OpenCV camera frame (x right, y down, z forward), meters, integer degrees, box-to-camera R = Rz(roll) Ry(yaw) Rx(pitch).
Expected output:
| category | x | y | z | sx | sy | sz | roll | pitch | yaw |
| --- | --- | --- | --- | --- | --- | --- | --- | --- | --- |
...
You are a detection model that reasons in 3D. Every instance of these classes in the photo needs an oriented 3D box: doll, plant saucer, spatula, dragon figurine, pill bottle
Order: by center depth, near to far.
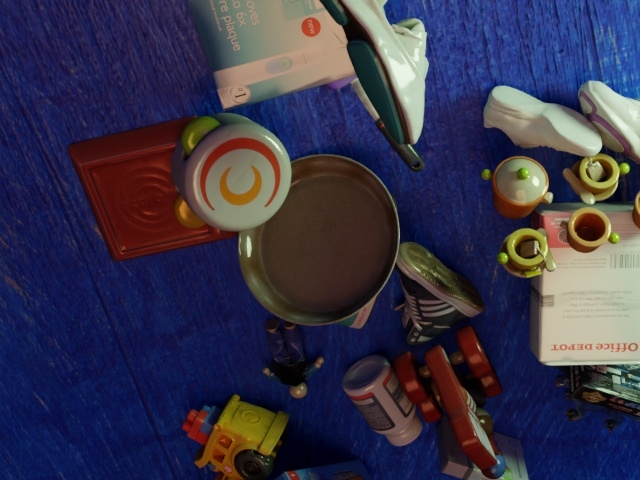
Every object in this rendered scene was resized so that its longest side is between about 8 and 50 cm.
| category | x | y | z | sx | sy | sz | roll | pitch | yaw |
| --- | --- | --- | --- | --- | --- | --- | --- | --- | --- |
| spatula | 0.090 | -0.234 | 1.757 | 0.084 | 0.030 | 0.296 | -34 | 105 | 17 |
| plant saucer | 0.000 | 0.000 | 1.804 | 0.310 | 0.050 | 0.310 | -4 | 80 | 22 |
| plant saucer | -0.310 | -0.081 | 1.853 | 0.258 | 0.048 | 0.259 | -12 | 118 | 7 |
| dragon figurine | 0.583 | 0.313 | 2.015 | 0.289 | 0.085 | 0.144 | 16 | 144 | 0 |
| doll | -0.057 | 0.245 | 2.036 | 0.129 | 0.046 | 0.189 | -7 | 119 | 6 |
| pill bottle | 0.132 | 0.331 | 2.047 | 0.108 | 0.108 | 0.180 | -26 | 116 | 15 |

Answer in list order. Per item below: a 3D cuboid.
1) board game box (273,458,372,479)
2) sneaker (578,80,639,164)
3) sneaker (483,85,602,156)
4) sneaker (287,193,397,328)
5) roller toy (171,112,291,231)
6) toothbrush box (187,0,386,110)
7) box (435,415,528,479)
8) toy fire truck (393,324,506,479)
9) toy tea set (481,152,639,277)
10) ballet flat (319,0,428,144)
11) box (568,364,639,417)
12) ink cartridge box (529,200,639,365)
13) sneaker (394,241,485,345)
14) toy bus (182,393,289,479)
| category | x | y | z | sx | sy | sz | roll | pitch | yaw |
| --- | --- | --- | --- | --- | --- | --- | --- | --- | --- |
| board game box | -0.078 | 0.588 | 2.106 | 0.308 | 0.086 | 0.302 | -42 | 155 | 22 |
| sneaker | 0.583 | -0.203 | 1.754 | 0.305 | 0.114 | 0.152 | 34 | 91 | -14 |
| sneaker | 0.384 | -0.190 | 1.749 | 0.212 | 0.080 | 0.094 | 29 | 137 | 15 |
| sneaker | 0.027 | 0.032 | 1.875 | 0.178 | 0.124 | 0.295 | 8 | 121 | -15 |
| roller toy | -0.159 | -0.120 | 1.752 | 0.191 | 0.146 | 0.209 | -3 | 108 | -22 |
| toothbrush box | -0.045 | -0.360 | 1.632 | 0.295 | 0.126 | 0.216 | -13 | 111 | 7 |
| box | 0.337 | 0.449 | 2.090 | 0.186 | 0.145 | 0.038 | 21 | 119 | -10 |
| toy fire truck | 0.275 | 0.329 | 1.932 | 0.169 | 0.254 | 0.302 | -24 | 147 | 9 |
| toy tea set | 0.444 | -0.072 | 1.707 | 0.336 | 0.200 | 0.124 | -16 | 158 | -4 |
| ballet flat | 0.083 | -0.335 | 1.512 | 0.139 | 0.139 | 0.400 | -27 | 109 | 15 |
| box | 0.593 | 0.251 | 1.953 | 0.220 | 0.175 | 0.051 | 17 | 138 | -9 |
| ink cartridge box | 0.493 | 0.076 | 1.845 | 0.207 | 0.117 | 0.283 | -1 | 102 | 1 |
| sneaker | 0.180 | 0.108 | 1.883 | 0.153 | 0.099 | 0.282 | -34 | 141 | 22 |
| toy bus | -0.194 | 0.436 | 2.102 | 0.211 | 0.149 | 0.220 | 24 | 121 | 2 |
